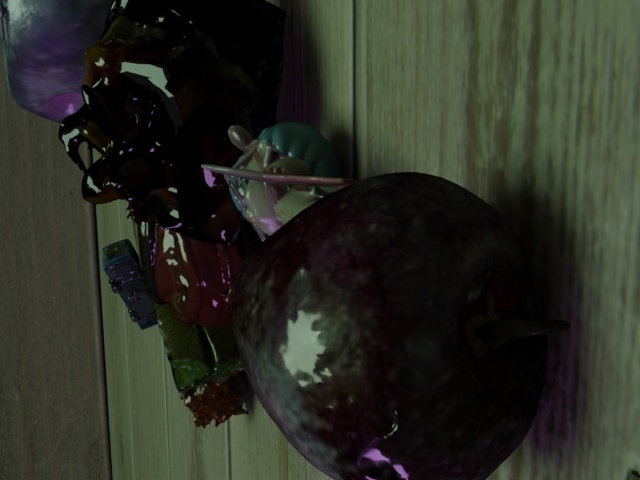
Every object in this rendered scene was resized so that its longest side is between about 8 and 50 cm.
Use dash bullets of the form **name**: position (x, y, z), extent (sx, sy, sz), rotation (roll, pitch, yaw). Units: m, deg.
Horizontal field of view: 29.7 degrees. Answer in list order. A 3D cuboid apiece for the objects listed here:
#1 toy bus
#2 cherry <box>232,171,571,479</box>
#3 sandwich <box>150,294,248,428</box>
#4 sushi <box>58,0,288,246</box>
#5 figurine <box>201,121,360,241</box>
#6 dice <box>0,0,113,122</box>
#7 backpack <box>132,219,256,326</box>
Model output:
- **toy bus**: position (-0.254, 0.061, 1.656), extent (0.153, 0.051, 0.061), rotation (69, 178, -48)
- **cherry**: position (0.039, 0.058, 0.717), extent (0.195, 0.195, 0.195), rotation (175, 90, -74)
- **sandwich**: position (-0.141, 0.129, 1.540), extent (0.160, 0.109, 0.185), rotation (72, 178, -53)
- **sushi**: position (-0.135, -0.117, 1.174), extent (0.227, 0.215, 0.212), rotation (-59, 11, 31)
- **figurine**: position (0.007, -0.012, 0.996), extent (0.205, 0.103, 0.260), rotation (52, 176, -25)
- **dice**: position (-0.242, -0.304, 1.420), extent (0.270, 0.271, 0.270), rotation (120, 142, -64)
- **backpack**: position (-0.142, -0.001, 1.402), extent (0.229, 0.138, 0.229), rotation (168, 90, -76)
